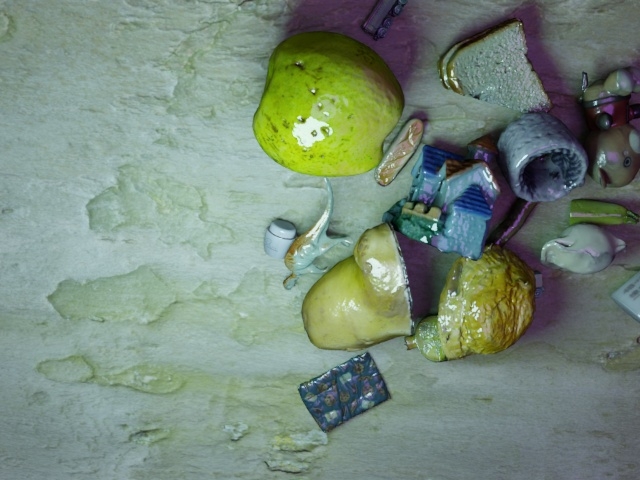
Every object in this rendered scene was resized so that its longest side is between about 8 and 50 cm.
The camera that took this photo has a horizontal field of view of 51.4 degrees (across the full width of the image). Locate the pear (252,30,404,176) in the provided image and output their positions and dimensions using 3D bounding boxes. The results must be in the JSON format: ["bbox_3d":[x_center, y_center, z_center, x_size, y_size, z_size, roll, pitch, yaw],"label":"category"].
[{"bbox_3d":[0.029,-0.335,1.670,0.391,0.391,0.391,-1,106,-5],"label":"pear"}]

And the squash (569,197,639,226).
[{"bbox_3d":[0.842,-0.077,1.967,0.200,0.075,0.090,4,88,16],"label":"squash"}]

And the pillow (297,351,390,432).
[{"bbox_3d":[0.074,0.475,2.077,0.255,0.034,0.189,-27,107,3],"label":"pillow"}]

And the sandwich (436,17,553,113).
[{"bbox_3d":[0.474,-0.430,1.815,0.254,0.099,0.288,-31,107,-3],"label":"sandwich"}]

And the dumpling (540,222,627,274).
[{"bbox_3d":[0.764,0.038,1.963,0.258,0.193,0.147,2,61,-14],"label":"dumpling"}]

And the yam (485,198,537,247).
[{"bbox_3d":[0.547,-0.029,1.960,0.061,0.061,0.253,34,100,-13],"label":"yam"}]

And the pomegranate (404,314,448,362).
[{"bbox_3d":[0.346,0.298,2.011,0.169,0.122,0.143,-21,78,31],"label":"pomegranate"}]

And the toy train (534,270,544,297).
[{"bbox_3d":[0.621,0.137,2.021,0.122,0.050,0.081,-5,102,-3],"label":"toy train"}]

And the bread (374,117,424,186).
[{"bbox_3d":[0.222,-0.247,1.871,0.073,0.053,0.214,31,104,-9],"label":"bread"}]

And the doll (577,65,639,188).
[{"bbox_3d":[0.803,-0.309,1.844,0.174,0.235,0.330,0,102,39],"label":"doll"}]

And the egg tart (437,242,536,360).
[{"bbox_3d":[0.490,0.177,1.886,0.351,0.153,0.339,-3,98,-27],"label":"egg tart"}]

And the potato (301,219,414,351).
[{"bbox_3d":[0.085,0.162,1.835,0.296,0.290,0.397,-15,148,-3],"label":"potato"}]

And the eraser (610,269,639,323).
[{"bbox_3d":[1.024,0.123,1.987,0.270,0.174,0.095,-44,106,8],"label":"eraser"}]

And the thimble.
[{"bbox_3d":[0.603,-0.227,1.818,0.245,0.157,0.217,22,128,-32],"label":"thimble"}]

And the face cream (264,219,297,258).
[{"bbox_3d":[-0.116,-0.003,1.892,0.091,0.091,0.095,16,113,-9],"label":"face cream"}]

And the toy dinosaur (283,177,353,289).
[{"bbox_3d":[0.000,0.000,1.855,0.205,0.092,0.393,-9,139,-18],"label":"toy dinosaur"}]

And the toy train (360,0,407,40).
[{"bbox_3d":[0.173,-0.607,1.768,0.071,0.038,0.148,32,100,-14],"label":"toy train"}]

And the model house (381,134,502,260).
[{"bbox_3d":[0.355,-0.146,1.792,0.252,0.295,0.329,20,97,-7],"label":"model house"}]
